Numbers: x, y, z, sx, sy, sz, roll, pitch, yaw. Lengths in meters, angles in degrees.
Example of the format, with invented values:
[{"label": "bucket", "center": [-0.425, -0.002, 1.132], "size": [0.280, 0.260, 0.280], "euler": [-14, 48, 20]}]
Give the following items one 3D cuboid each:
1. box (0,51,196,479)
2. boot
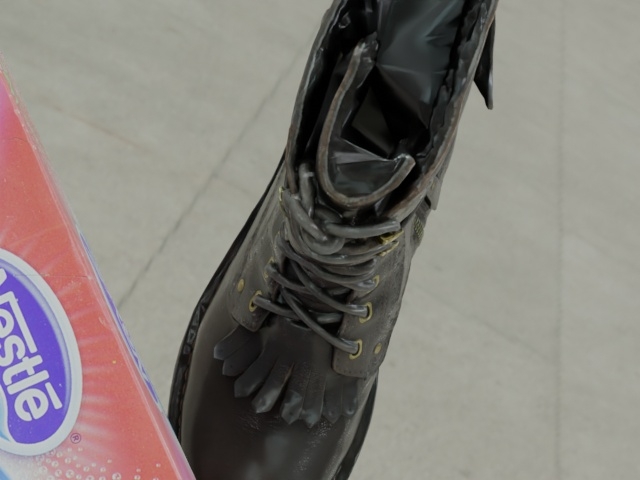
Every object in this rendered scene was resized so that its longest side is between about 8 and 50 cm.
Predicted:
[{"label": "box", "center": [-0.136, 0.067, 0.499], "size": [0.142, 0.154, 0.299], "euler": [99, -34, -74]}, {"label": "boot", "center": [0.000, 0.000, 0.508], "size": [0.091, 0.262, 0.229], "euler": [19, -6, 1]}]
